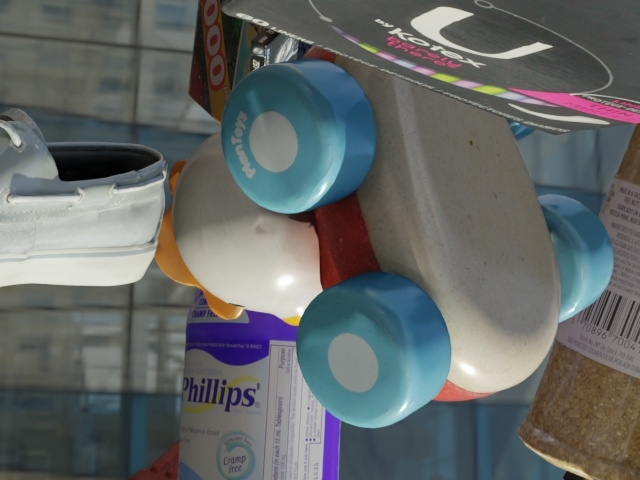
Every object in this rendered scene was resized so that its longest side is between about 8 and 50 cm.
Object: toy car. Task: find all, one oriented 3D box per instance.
[{"bbox_3d":[0.000,0.000,0.786,0.238,0.219,0.210,-18,-88,40],"label":"toy car"}]

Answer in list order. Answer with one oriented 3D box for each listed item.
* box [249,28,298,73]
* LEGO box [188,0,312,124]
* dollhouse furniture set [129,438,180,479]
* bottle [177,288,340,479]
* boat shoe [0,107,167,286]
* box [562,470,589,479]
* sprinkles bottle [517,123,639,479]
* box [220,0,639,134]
[{"bbox_3d":[-0.047,-0.182,1.415,0.067,0.018,0.083,-47,154,-42],"label":"box"},{"bbox_3d":[0.022,-0.342,1.578,0.372,0.193,0.500,43,-49,54],"label":"LEGO box"},{"bbox_3d":[-0.135,0.333,1.197,0.152,0.374,0.201,7,-53,47],"label":"dollhouse furniture set"},{"bbox_3d":[-0.040,0.079,0.966,0.118,0.092,0.282,-2,-97,48],"label":"bottle"},{"bbox_3d":[-0.156,-0.025,0.653,0.079,0.227,0.081,24,-77,31],"label":"boat shoe"},{"bbox_3d":[0.323,0.213,1.306,0.175,0.051,0.220,-62,-163,12],"label":"box"},{"bbox_3d":[0.267,0.012,1.085,0.121,0.121,0.355,-143,-108,-71],"label":"sprinkles bottle"},{"bbox_3d":[0.087,-0.131,0.449,0.270,0.165,0.143,180,-73,-75],"label":"box"}]
